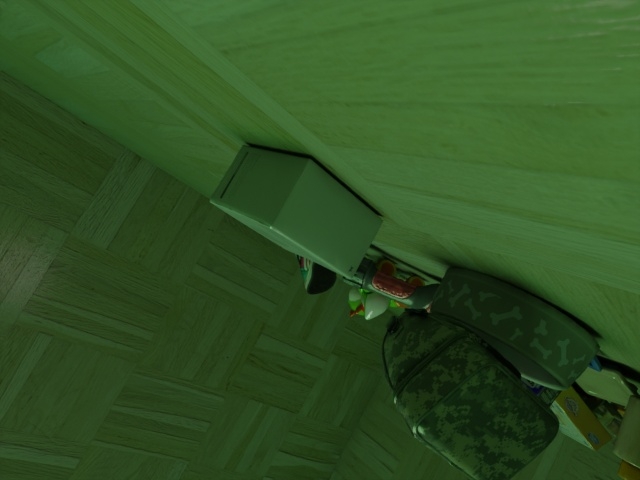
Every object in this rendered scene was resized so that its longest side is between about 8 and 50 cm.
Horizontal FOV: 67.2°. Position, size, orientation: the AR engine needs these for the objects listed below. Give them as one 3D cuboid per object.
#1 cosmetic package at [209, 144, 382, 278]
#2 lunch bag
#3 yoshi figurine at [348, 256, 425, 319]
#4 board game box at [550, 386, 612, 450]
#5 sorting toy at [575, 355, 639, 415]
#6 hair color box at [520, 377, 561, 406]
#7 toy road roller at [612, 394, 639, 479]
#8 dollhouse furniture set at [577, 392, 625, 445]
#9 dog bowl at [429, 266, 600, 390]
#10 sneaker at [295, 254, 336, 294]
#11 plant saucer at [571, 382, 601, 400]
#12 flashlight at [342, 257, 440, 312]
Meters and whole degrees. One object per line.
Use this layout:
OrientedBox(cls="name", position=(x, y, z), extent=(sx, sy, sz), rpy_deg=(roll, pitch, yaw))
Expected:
OrientedBox(cls="cosmetic package", position=(-0.046, -0.057, 0.917), extent=(0.224, 0.138, 0.225), rpy_deg=(35, 173, -41))
OrientedBox(cls="lunch bag", position=(0.274, 0.291, 0.965), extent=(0.305, 0.212, 0.256), rpy_deg=(40, -175, -24))
OrientedBox(cls="yoshi figurine", position=(0.192, 0.138, 1.533), extent=(0.203, 0.203, 0.362), rpy_deg=(-10, 169, -17))
OrientedBox(cls="board game box", position=(0.698, 0.455, 1.464), extent=(0.316, 0.064, 0.242), rpy_deg=(54, 179, 12))
OrientedBox(cls="sorting toy", position=(0.675, 0.331, 1.146), extent=(0.348, 0.047, 0.196), rpy_deg=(43, 168, -21))
OrientedBox(cls="hair color box", position=(0.468, 0.284, 1.282), extent=(0.339, 0.110, 0.185), rpy_deg=(38, 178, 40))
OrientedBox(cls="toy road roller", position=(0.788, 0.436, 0.935), extent=(0.241, 0.202, 0.330), rpy_deg=(20, 178, -35))
OrientedBox(cls="dollhouse furniture set", position=(0.928, 0.525, 1.482), extent=(0.212, 0.161, 0.242), rpy_deg=(32, -165, -21))
OrientedBox(cls="dog bowl", position=(0.390, 0.192, 1.024), extent=(0.349, 0.102, 0.349), rpy_deg=(31, 170, 6))
OrientedBox(cls="sneaker", position=(0.000, 0.000, 1.301), extent=(0.295, 0.124, 0.178), rpy_deg=(114, 140, -51))
OrientedBox(cls="plant saucer", position=(0.756, 0.411, 1.436), extent=(0.200, 0.037, 0.200), rpy_deg=(37, 174, 5))
OrientedBox(cls="flashlight", position=(0.211, 0.120, 1.268), extent=(0.304, 0.103, 0.103), rpy_deg=(23, 177, 15))
